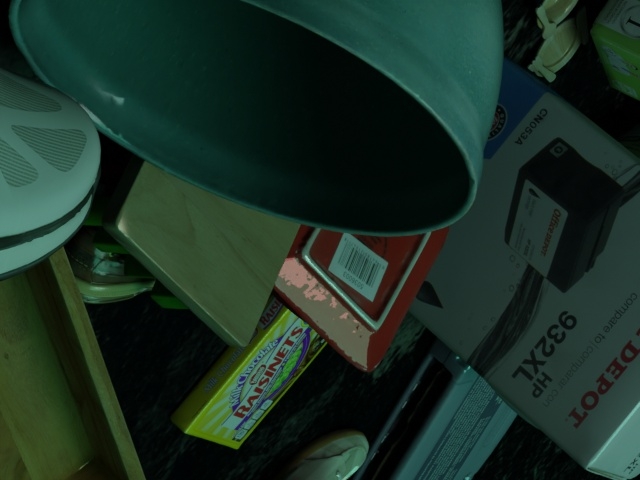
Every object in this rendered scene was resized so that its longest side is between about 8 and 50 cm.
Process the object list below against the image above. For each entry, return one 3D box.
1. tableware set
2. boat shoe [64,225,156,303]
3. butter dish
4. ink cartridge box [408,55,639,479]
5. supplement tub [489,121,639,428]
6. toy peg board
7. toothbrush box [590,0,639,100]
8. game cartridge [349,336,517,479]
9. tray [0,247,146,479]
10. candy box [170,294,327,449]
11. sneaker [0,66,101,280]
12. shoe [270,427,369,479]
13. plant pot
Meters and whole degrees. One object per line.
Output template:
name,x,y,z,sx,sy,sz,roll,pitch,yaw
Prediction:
tableware set,0.239,-0.216,1.694,0.169,0.020,0.141,-44,153,-6
boat shoe,-0.115,0.000,1.418,0.178,0.064,0.060,-12,139,-45
butter dish,0.000,0.000,1.540,0.160,0.118,0.160,46,62,-34
ink cartridge box,0.204,0.021,1.642,0.223,0.307,0.129,-52,153,8
supplement tub,0.312,0.025,1.886,0.325,0.235,0.235,-33,150,-26
toy peg board,-0.094,-0.035,1.349,0.161,0.079,0.160,47,56,-43
toothbrush box,0.410,-0.181,1.663,0.206,0.283,0.122,-57,154,-8
game cartridge,0.143,0.189,2.067,0.196,0.060,0.294,-4,131,-49
tray,-0.252,0.138,1.398,0.203,0.076,0.411,-37,151,-18
candy box,-0.038,0.094,1.700,0.206,0.027,0.105,-50,150,6
sneaker,-0.231,-0.119,0.972,0.447,0.169,0.257,4,126,-54
shoe,-0.030,0.261,1.903,0.219,0.058,0.076,-32,150,-28
plant pot,-0.012,-0.158,1.162,0.293,0.293,0.196,64,45,-62
